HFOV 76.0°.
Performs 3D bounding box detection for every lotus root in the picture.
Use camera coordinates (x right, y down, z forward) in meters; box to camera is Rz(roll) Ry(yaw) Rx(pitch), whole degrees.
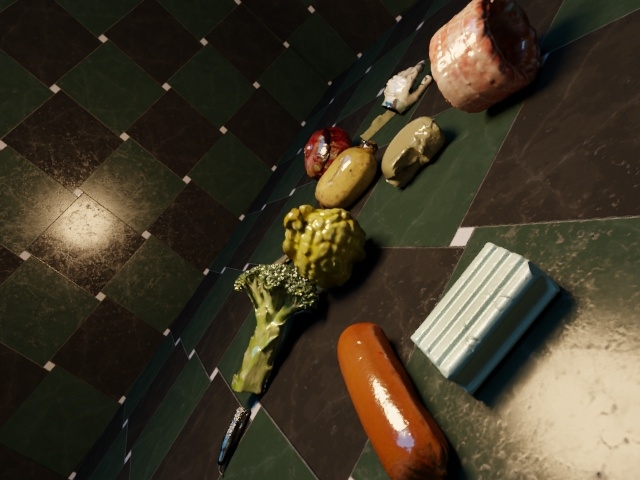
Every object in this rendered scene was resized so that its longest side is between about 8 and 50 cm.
[{"bbox_3d":[0.097,-0.221,1.394,0.284,0.146,0.160,-53,37,23],"label":"lotus root"}]

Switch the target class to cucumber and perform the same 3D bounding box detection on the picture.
[{"bbox_3d":[-0.230,0.514,1.059,0.038,0.043,0.163,86,-155,-55],"label":"cucumber"}]

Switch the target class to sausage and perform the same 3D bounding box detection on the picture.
[{"bbox_3d":[0.098,0.242,0.660,0.097,0.094,0.348,-55,19,11],"label":"sausage"}]

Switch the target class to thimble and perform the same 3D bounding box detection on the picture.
[{"bbox_3d":[0.385,-0.433,0.953,0.162,0.239,0.239,-23,36,57],"label":"thimble"}]

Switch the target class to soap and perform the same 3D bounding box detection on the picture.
[{"bbox_3d":[0.236,0.109,0.603,0.198,0.067,0.119,-52,20,4],"label":"soap"}]

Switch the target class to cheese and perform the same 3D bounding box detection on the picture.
[{"bbox_3d":[0.250,-0.243,1.148,0.202,0.091,0.175,-54,19,6],"label":"cheese"}]

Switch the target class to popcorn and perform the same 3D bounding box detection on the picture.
[{"bbox_3d":[0.000,0.000,1.079,0.205,0.251,0.237,-48,23,0],"label":"popcorn"}]

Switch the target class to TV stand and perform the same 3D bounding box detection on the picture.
[{"bbox_3d":[0.255,-0.495,1.651,0.249,0.036,0.042,-40,22,35],"label":"TV stand"}]

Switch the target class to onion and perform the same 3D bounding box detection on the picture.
[{"bbox_3d":[0.024,-0.369,1.749,0.246,0.191,0.246,-44,37,46],"label":"onion"}]

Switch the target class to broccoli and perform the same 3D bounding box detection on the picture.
[{"bbox_3d":[-0.153,0.238,1.160,0.252,0.221,0.361,39,98,46],"label":"broccoli"}]

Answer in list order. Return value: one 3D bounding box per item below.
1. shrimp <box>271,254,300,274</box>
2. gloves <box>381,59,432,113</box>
[{"bbox_3d":[-0.144,0.115,1.499,0.246,0.085,0.360,-55,14,-23],"label":"shrimp"},{"bbox_3d":[0.318,-0.575,1.508,0.128,0.111,0.212,38,105,52],"label":"gloves"}]
